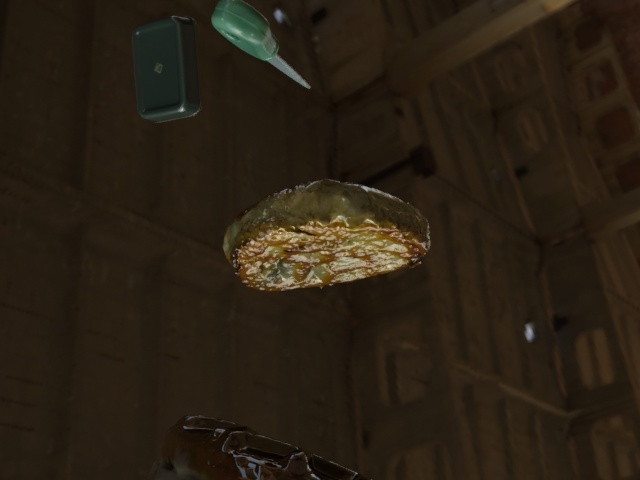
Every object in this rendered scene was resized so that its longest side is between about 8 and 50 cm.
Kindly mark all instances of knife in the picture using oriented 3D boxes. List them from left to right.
[{"bbox_3d":[-0.062,-0.201,1.036,0.063,0.035,0.260,26,180,11],"label":"knife"}]

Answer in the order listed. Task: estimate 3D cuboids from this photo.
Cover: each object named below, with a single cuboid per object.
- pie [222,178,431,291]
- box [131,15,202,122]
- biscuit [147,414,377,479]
[{"bbox_3d":[0.000,0.000,1.394,0.315,0.315,0.092,16,-122,-51],"label":"pie"},{"bbox_3d":[-0.193,-0.213,1.216,0.031,0.091,0.126,-2,-91,-58],"label":"box"},{"bbox_3d":[-0.004,0.247,0.840,0.268,0.366,0.115,37,-110,-47],"label":"biscuit"}]
